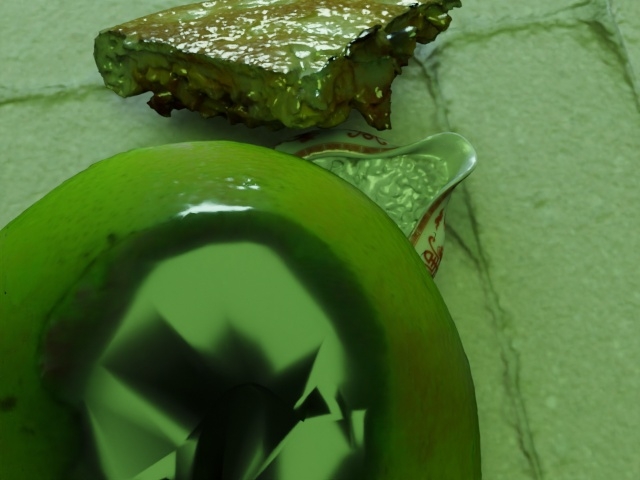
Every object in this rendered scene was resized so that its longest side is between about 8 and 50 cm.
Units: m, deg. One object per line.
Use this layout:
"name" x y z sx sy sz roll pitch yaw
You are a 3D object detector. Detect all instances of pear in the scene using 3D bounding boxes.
"pear" -0.071 0.122 0.813 0.399 0.165 0.398 0 86 -4

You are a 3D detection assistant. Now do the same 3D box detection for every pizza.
"pizza" -0.023 -0.129 0.982 0.290 0.081 0.229 -8 25 -9

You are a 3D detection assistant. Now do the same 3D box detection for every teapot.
"teapot" 0.000 0.000 0.958 0.245 0.116 0.159 -32 85 -16
